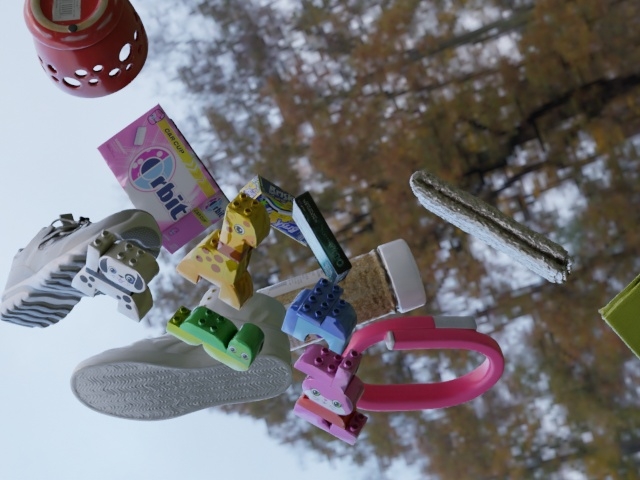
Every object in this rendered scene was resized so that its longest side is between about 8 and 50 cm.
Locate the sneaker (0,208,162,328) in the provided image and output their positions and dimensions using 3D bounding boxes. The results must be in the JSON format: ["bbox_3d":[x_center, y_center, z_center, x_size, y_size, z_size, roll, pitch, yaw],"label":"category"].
[{"bbox_3d":[-0.298,0.010,1.501,0.105,0.281,0.115,19,-124,-43],"label":"sneaker"}]

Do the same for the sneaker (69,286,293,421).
[{"bbox_3d":[-0.183,0.147,1.702,0.169,0.292,0.108,-93,-2,-56],"label":"sneaker"}]

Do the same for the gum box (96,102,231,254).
[{"bbox_3d":[-0.214,-0.088,1.709,0.188,0.107,0.062,53,179,29],"label":"gum box"}]

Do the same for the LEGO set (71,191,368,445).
[{"bbox_3d":[-0.049,0.030,0.859,0.227,0.093,0.087,27,-134,10],"label":"LEGO set"}]

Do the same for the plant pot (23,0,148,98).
[{"bbox_3d":[-0.399,-0.363,2.140,0.174,0.191,0.191,83,180,-67],"label":"plant pot"}]

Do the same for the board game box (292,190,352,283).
[{"bbox_3d":[0.000,0.000,1.837,0.126,0.026,0.186,59,175,5],"label":"board game box"}]

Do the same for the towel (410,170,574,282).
[{"bbox_3d":[0.271,-0.022,1.981,0.282,0.049,0.187,31,178,13],"label":"towel"}]

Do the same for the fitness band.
[{"bbox_3d":[0.165,0.211,2.104,0.209,0.291,0.054,105,161,-45],"label":"fitness band"}]

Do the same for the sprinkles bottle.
[{"bbox_3d":[-0.004,0.109,2.131,0.121,0.355,0.121,161,90,-90],"label":"sprinkles bottle"}]

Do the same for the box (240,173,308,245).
[{"bbox_3d":[-0.073,-0.057,2.420,0.169,0.054,0.059,32,-152,-35],"label":"box"}]

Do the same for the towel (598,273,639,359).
[{"bbox_3d":[0.393,0.108,1.346,0.237,0.102,0.021,42,-177,-32],"label":"towel"}]
